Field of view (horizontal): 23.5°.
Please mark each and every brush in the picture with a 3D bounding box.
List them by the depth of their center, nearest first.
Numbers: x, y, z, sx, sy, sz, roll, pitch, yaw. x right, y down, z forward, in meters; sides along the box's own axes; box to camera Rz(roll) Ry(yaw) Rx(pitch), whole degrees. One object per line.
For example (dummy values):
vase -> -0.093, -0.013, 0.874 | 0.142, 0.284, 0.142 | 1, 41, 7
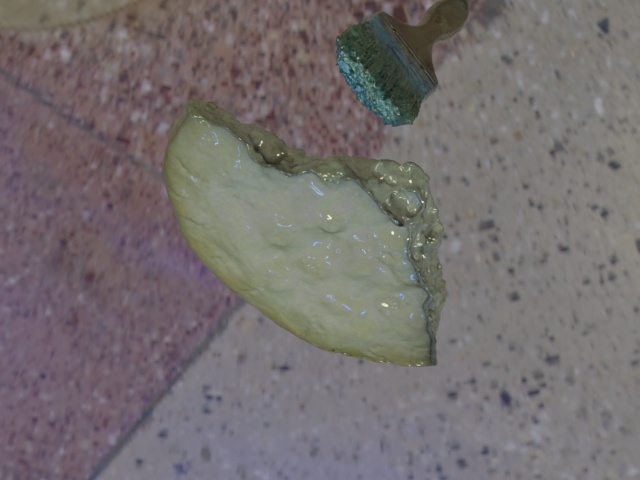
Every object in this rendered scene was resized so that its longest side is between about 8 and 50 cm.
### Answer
brush -> 0.064, -0.128, 0.988 | 0.021, 0.196, 0.070 | -36, 95, 34

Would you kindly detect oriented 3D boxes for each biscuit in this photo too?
biscuit -> 0.000, 0.000, 1.034 | 0.265, 0.040, 0.188 | 42, 135, -22
